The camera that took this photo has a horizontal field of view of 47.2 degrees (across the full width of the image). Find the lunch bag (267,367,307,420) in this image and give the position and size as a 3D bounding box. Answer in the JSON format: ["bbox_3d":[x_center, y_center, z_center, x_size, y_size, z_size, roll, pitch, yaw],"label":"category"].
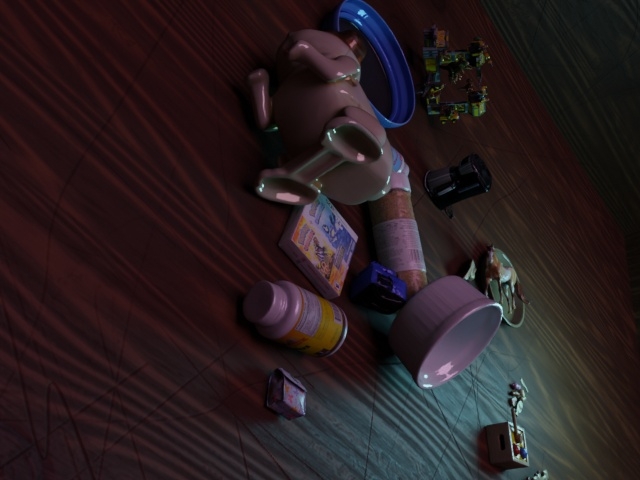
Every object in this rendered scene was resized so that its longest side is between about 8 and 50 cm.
[{"bbox_3d":[-0.063,0.293,1.417,0.071,0.053,0.083,45,31,-35],"label":"lunch bag"}]

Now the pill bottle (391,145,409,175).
[{"bbox_3d":[0.172,-0.219,2.000,0.160,0.087,0.087,32,48,-43],"label":"pill bottle"}]

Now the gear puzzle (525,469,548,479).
[{"bbox_3d":[0.595,0.786,2.115,0.339,0.044,0.175,1,74,-52],"label":"gear puzzle"}]

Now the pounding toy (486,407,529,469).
[{"bbox_3d":[0.543,0.569,2.095,0.130,0.100,0.141,31,49,-44],"label":"pounding toy"}]

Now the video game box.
[{"bbox_3d":[0.000,0.000,1.672,0.187,0.048,0.205,48,38,-25],"label":"video game box"}]

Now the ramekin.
[{"bbox_3d":[0.296,0.216,1.778,0.277,0.277,0.135,11,29,-53],"label":"ramekin"}]

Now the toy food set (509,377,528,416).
[{"bbox_3d":[0.623,0.495,2.329,0.122,0.019,0.078,-40,106,-47],"label":"toy food set"}]

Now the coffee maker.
[{"bbox_3d":[0.439,-0.174,2.277,0.171,0.178,0.120,35,47,-41],"label":"coffee maker"}]

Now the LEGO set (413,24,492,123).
[{"bbox_3d":[0.440,-0.574,2.421,0.192,0.255,0.331,68,32,-58],"label":"LEGO set"}]

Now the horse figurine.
[{"bbox_3d":[0.588,0.133,2.359,0.263,0.066,0.174,25,59,-44],"label":"horse figurine"}]

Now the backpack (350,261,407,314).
[{"bbox_3d":[0.149,0.114,1.750,0.120,0.098,0.101,29,49,-19],"label":"backpack"}]

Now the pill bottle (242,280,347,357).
[{"bbox_3d":[-0.051,0.152,1.450,0.215,0.117,0.117,30,50,-44],"label":"pill bottle"}]

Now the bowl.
[{"bbox_3d":[0.139,-0.503,2.116,0.391,0.077,0.391,30,50,-44],"label":"bowl"}]

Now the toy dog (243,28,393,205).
[{"bbox_3d":[0.024,-0.307,1.647,0.395,0.284,0.408,13,53,-38],"label":"toy dog"}]

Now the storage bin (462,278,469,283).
[{"bbox_3d":[0.373,0.187,2.080,0.091,0.098,0.135,77,20,-44],"label":"storage bin"}]

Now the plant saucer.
[{"bbox_3d":[0.611,0.162,2.470,0.278,0.041,0.278,32,48,-43],"label":"plant saucer"}]

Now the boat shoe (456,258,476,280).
[{"bbox_3d":[0.458,0.103,2.272,0.045,0.050,0.135,58,34,-8],"label":"boat shoe"}]

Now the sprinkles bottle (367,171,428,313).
[{"bbox_3d":[0.197,0.005,1.884,0.121,0.121,0.355,14,62,-52],"label":"sprinkles bottle"}]
